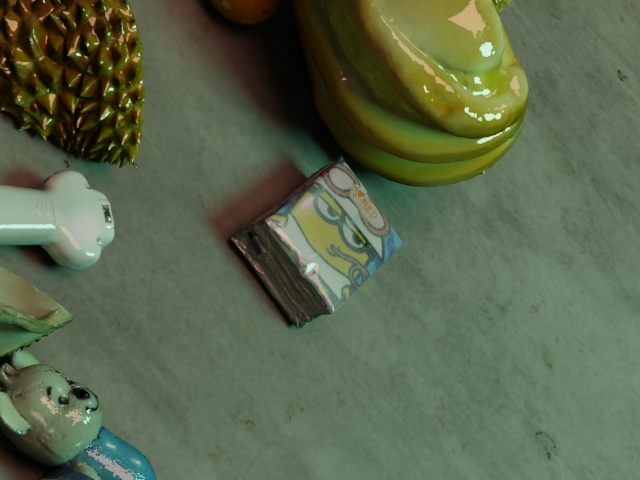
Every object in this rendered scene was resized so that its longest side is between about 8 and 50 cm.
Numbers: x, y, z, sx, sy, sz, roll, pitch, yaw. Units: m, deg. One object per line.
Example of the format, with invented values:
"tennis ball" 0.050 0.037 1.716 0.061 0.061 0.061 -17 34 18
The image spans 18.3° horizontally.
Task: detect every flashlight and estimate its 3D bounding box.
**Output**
"flashlight" -0.272 -0.019 1.732 0.200 0.047 0.093 3 65 -40

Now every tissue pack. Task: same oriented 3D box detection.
"tissue pack" 0.000 0.000 1.965 0.115 0.065 0.155 55 43 -6

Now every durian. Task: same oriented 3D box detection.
"durian" -0.224 -0.169 1.823 0.132 0.165 0.182 22 80 -73
"durian" -0.302 0.045 1.585 0.252 0.139 0.144 39 49 -67

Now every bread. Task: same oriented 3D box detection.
"bread" 0.077 -0.210 2.023 0.270 0.211 0.316 63 1 -79

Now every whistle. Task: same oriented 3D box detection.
"whistle" -0.187 0.187 1.674 0.236 0.077 0.114 48 19 -16

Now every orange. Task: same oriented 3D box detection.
"orange" -0.077 -0.259 2.037 0.083 0.070 0.083 39 30 -28

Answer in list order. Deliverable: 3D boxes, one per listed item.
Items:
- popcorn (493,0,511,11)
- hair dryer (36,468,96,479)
"popcorn" 0.193 -0.307 2.321 0.057 0.083 0.082 -53 144 -76
"hair dryer" -0.306 0.299 1.501 0.298 0.119 0.296 13 61 -20
